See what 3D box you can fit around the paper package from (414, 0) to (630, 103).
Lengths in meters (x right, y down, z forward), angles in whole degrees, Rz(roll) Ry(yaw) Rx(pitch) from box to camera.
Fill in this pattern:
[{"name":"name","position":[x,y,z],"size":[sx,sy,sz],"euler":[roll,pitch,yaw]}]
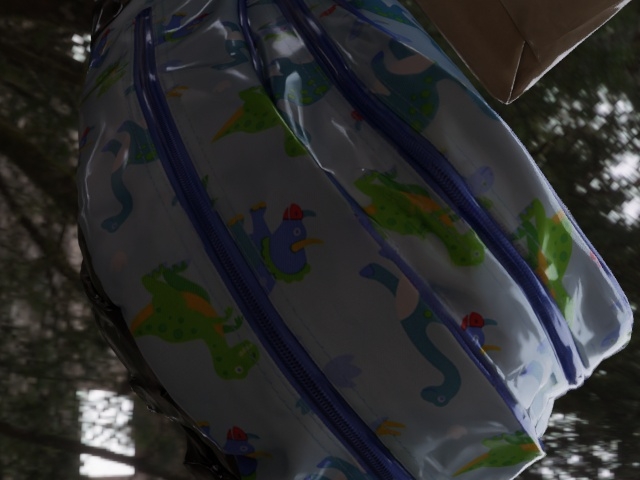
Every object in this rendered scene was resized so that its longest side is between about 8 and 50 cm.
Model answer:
[{"name":"paper package","position":[0.077,-0.316,1.039],"size":[0.168,0.309,0.325],"euler":[-37,-139,8]}]

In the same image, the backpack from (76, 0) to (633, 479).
[{"name":"backpack","position":[0.000,0.000,0.674],"size":[0.273,0.355,0.290],"euler":[-25,-71,18]}]

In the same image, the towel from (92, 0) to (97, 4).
[{"name":"towel","position":[-0.087,-0.222,1.207],"size":[0.235,0.121,0.283],"euler":[-30,-125,8]}]
